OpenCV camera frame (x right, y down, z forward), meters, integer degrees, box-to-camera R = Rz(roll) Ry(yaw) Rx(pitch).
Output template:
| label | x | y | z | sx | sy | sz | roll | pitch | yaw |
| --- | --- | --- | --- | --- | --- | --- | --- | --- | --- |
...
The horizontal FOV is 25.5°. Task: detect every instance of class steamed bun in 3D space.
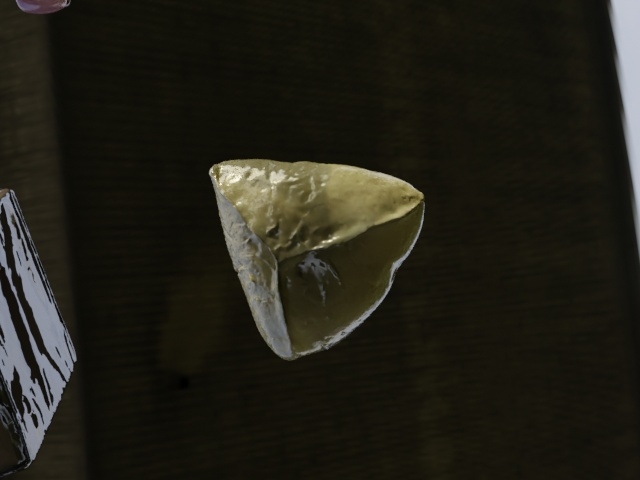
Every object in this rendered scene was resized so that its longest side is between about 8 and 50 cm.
| label | x | y | z | sx | sy | sz | roll | pitch | yaw |
| --- | --- | --- | --- | --- | --- | --- | --- | --- | --- |
| steamed bun | -0.012 | 0.026 | 1.491 | 0.110 | 0.231 | 0.212 | -33 | -55 | -69 |

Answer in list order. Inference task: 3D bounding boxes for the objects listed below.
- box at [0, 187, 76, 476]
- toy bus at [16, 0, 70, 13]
| label | x | y | z | sx | sy | sz | roll | pitch | yaw |
| --- | --- | --- | --- | --- | --- | --- | --- | --- | --- |
| box | -0.309 | 0.077 | 1.137 | 0.252 | 0.153 | 0.188 | -95 | -11 | -75 |
| toy bus | -0.297 | -0.326 | 1.443 | 0.203 | 0.063 | 0.090 | 83 | -179 | -46 |
